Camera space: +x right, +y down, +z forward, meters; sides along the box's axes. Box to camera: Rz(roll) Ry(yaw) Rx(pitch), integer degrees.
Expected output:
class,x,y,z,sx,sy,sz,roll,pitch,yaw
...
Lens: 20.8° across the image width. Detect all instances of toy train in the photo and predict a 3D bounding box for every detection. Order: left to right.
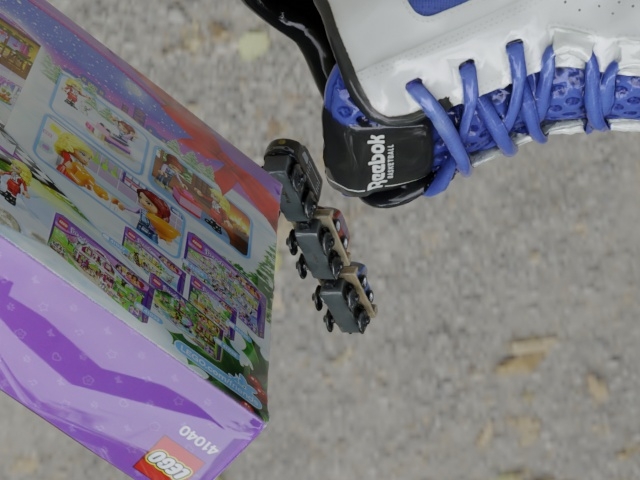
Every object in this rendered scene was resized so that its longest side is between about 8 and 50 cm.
class,x,y,z,sx,sy,sz,roll,pitch,yaw
toy train,0.000,0.000,0.910,0.027,0.036,0.158,-1,145,18

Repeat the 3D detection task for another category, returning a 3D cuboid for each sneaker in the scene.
class,x,y,z,sx,sy,sz,roll,pitch,yaw
sneaker,0.093,-0.079,0.755,0.316,0.182,0.127,25,159,13

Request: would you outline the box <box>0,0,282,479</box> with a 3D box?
class,x,y,z,sx,sy,sz,roll,pitch,yaw
box,-0.144,-0.046,0.676,0.293,0.201,0.057,38,113,-17
